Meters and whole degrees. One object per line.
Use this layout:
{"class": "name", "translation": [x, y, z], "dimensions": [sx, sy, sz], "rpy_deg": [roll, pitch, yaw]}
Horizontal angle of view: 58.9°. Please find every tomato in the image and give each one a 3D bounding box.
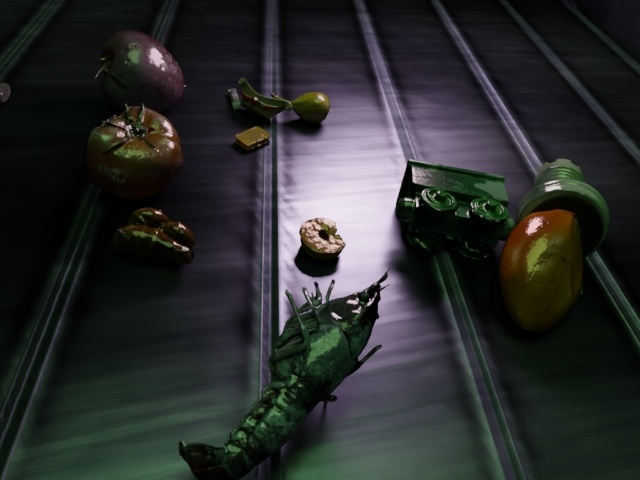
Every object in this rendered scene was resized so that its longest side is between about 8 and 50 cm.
{"class": "tomato", "translation": [-0.385, -0.182, 1.237], "dimensions": [0.155, 0.180, 0.214], "rpy_deg": [25, 46, 7]}

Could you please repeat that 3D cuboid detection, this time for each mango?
{"class": "mango", "translation": [0.444, 0.067, 1.153], "dimensions": [0.138, 0.187, 0.257], "rpy_deg": [-11, 28, 50]}

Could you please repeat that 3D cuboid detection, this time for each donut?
{"class": "donut", "translation": [0.000, 0.000, 1.211], "dimensions": [0.097, 0.043, 0.108], "rpy_deg": [-3, 43, -16]}

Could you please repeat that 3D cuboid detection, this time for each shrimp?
{"class": "shrimp", "translation": [-0.032, 0.193, 0.867], "dimensions": [0.166, 0.221, 0.410], "rpy_deg": [9, 49, 34]}

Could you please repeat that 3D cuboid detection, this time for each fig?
{"class": "fig", "translation": [-0.054, -0.376, 1.613], "dimensions": [0.166, 0.093, 0.093], "rpy_deg": [-1, 39, 12]}

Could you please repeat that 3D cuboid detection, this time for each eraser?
{"class": "eraser", "translation": [-0.249, -0.410, 1.644], "dimensions": [0.027, 0.019, 0.099], "rpy_deg": [-15, 45, -8]}

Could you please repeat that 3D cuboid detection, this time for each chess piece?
{"class": "chess piece", "translation": [0.574, -0.093, 1.355], "dimensions": [0.195, 0.194, 0.299], "rpy_deg": [20, 33, 11]}

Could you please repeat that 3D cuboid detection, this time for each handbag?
{"class": "handbag", "translation": [-0.178, -0.267, 1.490], "dimensions": [0.061, 0.027, 0.083], "rpy_deg": [36, 49, 26]}

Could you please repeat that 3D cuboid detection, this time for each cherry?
{"class": "cherry", "translation": [-0.478, -0.439, 1.488], "dimensions": [0.266, 0.184, 0.213], "rpy_deg": [15, 71, -50]}

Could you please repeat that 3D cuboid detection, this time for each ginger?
{"class": "ginger", "translation": [-0.319, -0.006, 1.128], "dimensions": [0.162, 0.073, 0.103], "rpy_deg": [19, 54, 0]}

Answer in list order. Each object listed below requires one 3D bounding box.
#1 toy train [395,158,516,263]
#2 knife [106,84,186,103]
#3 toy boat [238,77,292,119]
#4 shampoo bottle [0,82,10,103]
{"class": "toy train", "translation": [0.299, -0.064, 1.276], "dimensions": [0.266, 0.145, 0.202], "rpy_deg": [10, 37, -1]}
{"class": "knife", "translation": [-0.489, -0.417, 1.604], "dimensions": [0.247, 0.018, 0.035], "rpy_deg": [-26, 50, -39]}
{"class": "toy boat", "translation": [-0.167, -0.389, 1.586], "dimensions": [0.185, 0.089, 0.071], "rpy_deg": [30, 88, 17]}
{"class": "shampoo bottle", "translation": [-0.894, -0.385, 1.455], "dimensions": [0.165, 0.040, 0.080], "rpy_deg": [4, 43, -10]}
